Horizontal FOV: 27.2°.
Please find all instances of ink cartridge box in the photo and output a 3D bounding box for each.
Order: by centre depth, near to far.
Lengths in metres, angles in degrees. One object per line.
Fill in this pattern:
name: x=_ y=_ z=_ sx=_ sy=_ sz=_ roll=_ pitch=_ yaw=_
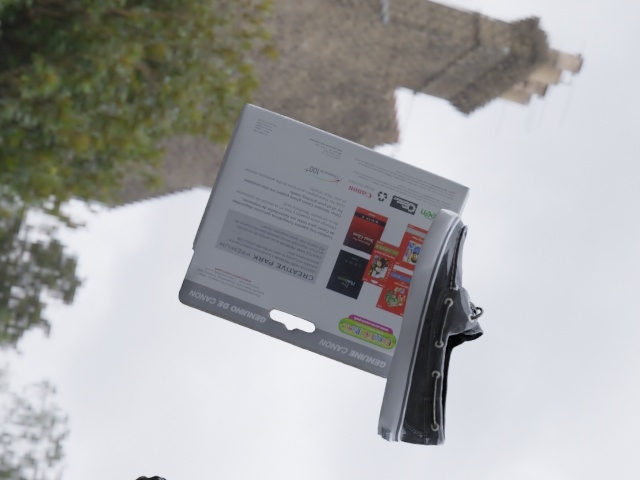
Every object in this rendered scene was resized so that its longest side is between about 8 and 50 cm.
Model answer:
ink cartridge box: x=0.000 y=0.000 z=1.732 sx=0.130 sy=0.309 sz=0.272 roll=-91 pitch=-158 yaw=-86

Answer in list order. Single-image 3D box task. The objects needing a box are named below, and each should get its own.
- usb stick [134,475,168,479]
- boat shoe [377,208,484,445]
usb stick: x=-0.093 y=0.282 z=1.040 sx=0.278 sy=0.045 sz=0.077 roll=39 pitch=-65 yaw=52
boat shoe: x=0.116 y=0.084 z=1.245 sx=0.080 sy=0.076 sz=0.228 roll=71 pitch=34 yaw=-69
